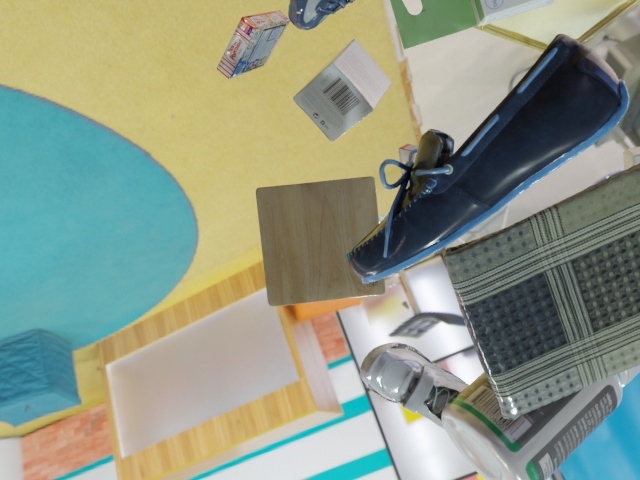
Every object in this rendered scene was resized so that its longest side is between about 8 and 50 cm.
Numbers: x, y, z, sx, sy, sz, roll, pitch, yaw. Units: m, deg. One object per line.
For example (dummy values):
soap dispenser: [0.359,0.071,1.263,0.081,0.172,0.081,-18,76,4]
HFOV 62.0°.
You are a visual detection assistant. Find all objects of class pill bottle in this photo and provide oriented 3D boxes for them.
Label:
pill bottle: [0.425,0.290,1.010,0.361,0.204,0.204,-35,158,-16]

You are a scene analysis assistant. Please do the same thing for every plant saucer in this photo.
plant saucer: [0.493,-0.503,1.104,0.333,0.080,0.333,12,162,-17]

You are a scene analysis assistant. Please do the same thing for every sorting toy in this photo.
sorting toy: [0.000,0.000,1.180,0.256,0.257,0.089,-6,-176,-2]

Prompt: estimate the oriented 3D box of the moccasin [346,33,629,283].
moccasin: [0.156,-0.082,0.599,0.342,0.116,0.138,-39,-179,20]

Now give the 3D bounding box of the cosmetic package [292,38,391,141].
cosmetic package: [0.058,-0.377,1.337,0.151,0.151,0.183,-32,-162,39]

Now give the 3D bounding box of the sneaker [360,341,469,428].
sneaker: [0.271,0.353,1.205,0.366,0.210,0.137,30,85,-28]

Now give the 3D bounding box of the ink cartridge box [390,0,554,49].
ink cartridge box: [0.218,-0.405,0.789,0.235,0.171,0.056,-16,-176,4]

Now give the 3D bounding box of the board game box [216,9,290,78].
board game box: [-0.163,-0.490,1.327,0.146,0.045,0.193,-50,179,35]

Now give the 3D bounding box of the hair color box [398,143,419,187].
hair color box: [0.274,-0.206,1.553,0.043,0.072,0.141,-31,126,-29]

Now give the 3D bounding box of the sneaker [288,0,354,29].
sneaker: [0.061,-0.476,0.965,0.112,0.131,0.319,-27,171,-45]

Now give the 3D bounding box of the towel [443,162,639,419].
towel: [0.369,0.080,0.778,0.324,0.312,0.056,-24,-162,4]

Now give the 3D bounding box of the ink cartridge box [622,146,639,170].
ink cartridge box: [0.681,-0.076,1.014,0.160,0.219,0.092,-8,-169,21]
